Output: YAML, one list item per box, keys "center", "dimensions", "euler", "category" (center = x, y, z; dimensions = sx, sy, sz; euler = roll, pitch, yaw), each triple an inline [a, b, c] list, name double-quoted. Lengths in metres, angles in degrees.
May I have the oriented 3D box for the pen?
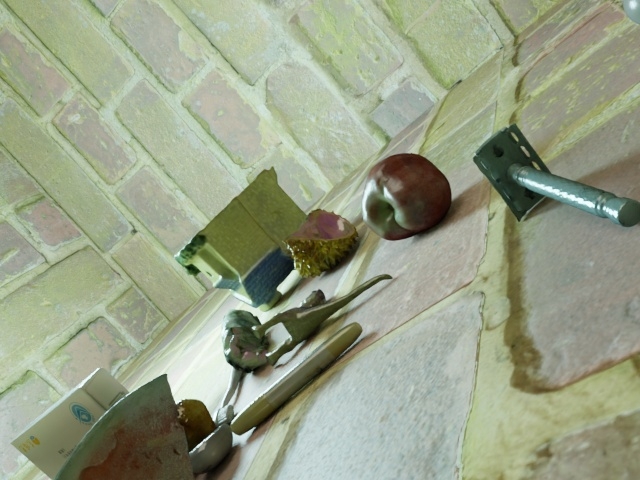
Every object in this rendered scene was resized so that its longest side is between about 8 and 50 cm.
- center: [-0.032, 0.192, 0.862]
  dimensions: [0.233, 0.032, 0.040]
  euler: [-40, -16, 5]
  category: "pen"

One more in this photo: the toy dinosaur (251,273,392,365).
- center: [-0.017, 0.120, 1.045]
  dimensions: [0.200, 0.072, 0.251]
  euler: [-34, -6, -24]
  category: "toy dinosaur"

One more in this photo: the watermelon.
- center: [-0.229, 0.323, 0.693]
  dimensions: [0.176, 0.256, 0.260]
  euler: [23, 45, 32]
  category: "watermelon"

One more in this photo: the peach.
- center: [0.155, -0.072, 1.063]
  dimensions: [0.152, 0.152, 0.152]
  euler: [-41, 8, 7]
  category: "peach"

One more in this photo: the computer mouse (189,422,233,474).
- center: [-0.149, 0.291, 0.860]
  dimensions: [0.066, 0.039, 0.096]
  euler: [-41, -5, 7]
  category: "computer mouse"

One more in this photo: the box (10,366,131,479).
- center: [-0.440, 0.385, 1.191]
  dimensions: [0.343, 0.200, 0.065]
  euler: [-36, 12, 36]
  category: "box"

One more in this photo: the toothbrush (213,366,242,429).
- center: [-0.155, 0.259, 1.115]
  dimensions: [0.030, 0.025, 0.307]
  euler: [-33, 9, 5]
  category: "toothbrush"

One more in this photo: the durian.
- center: [0.001, 0.000, 1.381]
  dimensions: [0.165, 0.132, 0.182]
  euler: [-35, 4, -2]
  category: "durian"

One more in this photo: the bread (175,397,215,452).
- center: [-0.273, 0.370, 0.875]
  dimensions: [0.344, 0.084, 0.124]
  euler: [-48, -20, -32]
  category: "bread"

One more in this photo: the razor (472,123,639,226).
- center: [0.250, -0.054, 0.653]
  dimensions: [0.068, 0.106, 0.232]
  euler: [-42, 17, 4]
  category: "razor"

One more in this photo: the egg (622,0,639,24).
- center: [0.539, -0.396, 0.967]
  dimensions: [0.135, 0.103, 0.103]
  euler: [-38, 9, 18]
  category: "egg"

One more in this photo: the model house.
- center: [-0.173, 0.023, 1.597]
  dimensions: [0.321, 0.266, 0.261]
  euler: [-48, 3, -23]
  category: "model house"

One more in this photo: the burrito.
- center: [-0.154, 0.194, 1.236]
  dimensions: [0.066, 0.096, 0.309]
  euler: [-61, 10, 1]
  category: "burrito"
